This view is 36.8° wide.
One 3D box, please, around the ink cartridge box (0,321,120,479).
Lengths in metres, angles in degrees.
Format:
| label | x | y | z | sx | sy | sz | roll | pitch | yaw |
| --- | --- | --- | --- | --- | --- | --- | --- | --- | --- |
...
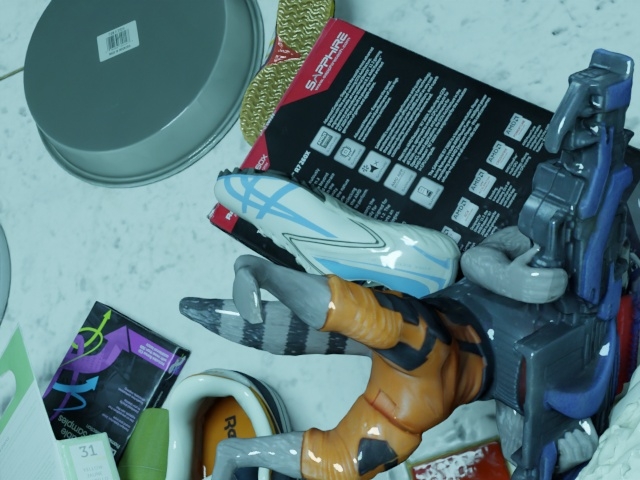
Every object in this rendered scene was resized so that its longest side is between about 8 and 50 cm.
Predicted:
| label | x | y | z | sx | sy | sz | roll | pitch | yaw |
| --- | --- | --- | --- | --- | --- | --- | --- | --- | --- |
| ink cartridge box | -0.245 | 0.213 | 0.875 | 0.171 | 0.056 | 0.235 | -49 | 54 | 43 |

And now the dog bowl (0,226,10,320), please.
| label | x | y | z | sx | sy | sz | roll | pitch | yaw |
| --- | --- | --- | --- | --- | --- | --- | --- | --- | --- |
| dog bowl | -0.478 | 0.049 | 1.047 | 0.264 | 0.104 | 0.265 | -7 | 70 | 20 |

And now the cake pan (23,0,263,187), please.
| label | x | y | z | sx | sy | sz | roll | pitch | yaw |
| --- | --- | --- | --- | --- | --- | --- | --- | --- | --- |
| cake pan | -0.206 | -0.203 | 1.056 | 0.293 | 0.054 | 0.293 | -7 | 69 | 20 |

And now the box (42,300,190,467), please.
| label | x | y | z | sx | sy | sz | roll | pitch | yaw |
| --- | --- | --- | --- | --- | --- | --- | --- | --- | --- |
| box | -0.214 | 0.155 | 0.948 | 0.116 | 0.029 | 0.162 | 24 | 83 | 27 |

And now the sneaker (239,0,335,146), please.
| label | x | y | z | sx | sy | sz | roll | pitch | yaw |
| --- | --- | --- | --- | --- | --- | --- | --- | --- | --- |
| sneaker | -0.027 | -0.180 | 0.976 | 0.069 | 0.084 | 0.185 | 23 | 106 | 2 |

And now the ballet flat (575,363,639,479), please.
| label | x | y | z | sx | sy | sz | roll | pitch | yaw |
| --- | --- | --- | --- | --- | --- | --- | --- | --- | --- |
| ballet flat | 0.297 | 0.098 | 0.637 | 0.409 | 0.147 | 0.147 | -16 | 61 | -24 |

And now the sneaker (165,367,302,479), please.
| label | x | y | z | sx | sy | sz | roll | pitch | yaw |
| --- | --- | --- | --- | --- | --- | --- | --- | --- | --- |
| sneaker | -0.053 | 0.256 | 0.796 | 0.126 | 0.127 | 0.321 | -29 | 65 | 9 |

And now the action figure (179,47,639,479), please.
| label | x | y | z | sx | sy | sz | roll | pitch | yaw |
| --- | --- | --- | --- | --- | --- | --- | --- | --- | --- |
| action figure | 0.089 | 0.031 | 0.635 | 0.178 | 0.330 | 0.341 | -135 | 44 | -55 |

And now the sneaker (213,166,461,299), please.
| label | x | y | z | sx | sy | sz | roll | pitch | yaw |
| --- | --- | --- | --- | --- | --- | --- | --- | --- | --- |
| sneaker | 0.000 | 0.000 | 0.786 | 0.237 | 0.085 | 0.086 | 24 | 93 | 30 |

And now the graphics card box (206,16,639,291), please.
| label | x | y | z | sx | sy | sz | roll | pitch | yaw |
| --- | --- | --- | --- | --- | --- | --- | --- | --- | --- |
| graphics card box | 0.108 | -0.023 | 0.845 | 0.371 | 0.094 | 0.233 | 29 | 85 | 28 |

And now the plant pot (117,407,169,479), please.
| label | x | y | z | sx | sy | sz | roll | pitch | yaw |
| --- | --- | --- | --- | --- | --- | --- | --- | --- | --- |
| plant pot | -0.149 | 0.199 | 0.885 | 0.083 | 0.083 | 0.079 | -1 | 59 | 21 |
